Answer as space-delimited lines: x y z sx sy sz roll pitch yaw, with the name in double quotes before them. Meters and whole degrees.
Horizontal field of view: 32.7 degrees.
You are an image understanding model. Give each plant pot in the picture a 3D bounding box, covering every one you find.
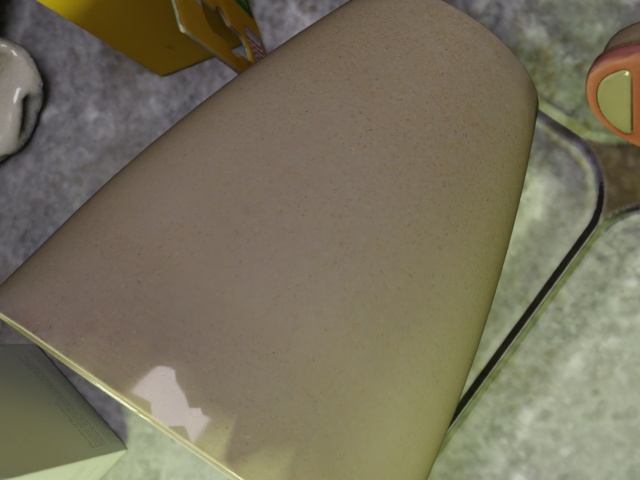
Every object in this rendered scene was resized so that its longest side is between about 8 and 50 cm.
"plant pot" 0.000 0.000 0.617 0.256 0.256 0.274 32 77 13

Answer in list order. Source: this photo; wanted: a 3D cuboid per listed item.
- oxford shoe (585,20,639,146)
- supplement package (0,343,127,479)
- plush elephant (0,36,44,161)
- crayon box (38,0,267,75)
"oxford shoe" 0.330 -0.113 0.622 0.348 0.123 0.130 1 59 14
"supplement package" -0.218 0.134 0.669 0.105 0.179 0.105 -45 78 5
"plush elephant" -0.314 -0.157 0.693 0.255 0.330 0.272 -28 93 -14
"crayon box" -0.131 -0.235 0.669 0.083 0.203 0.323 -20 81 11
